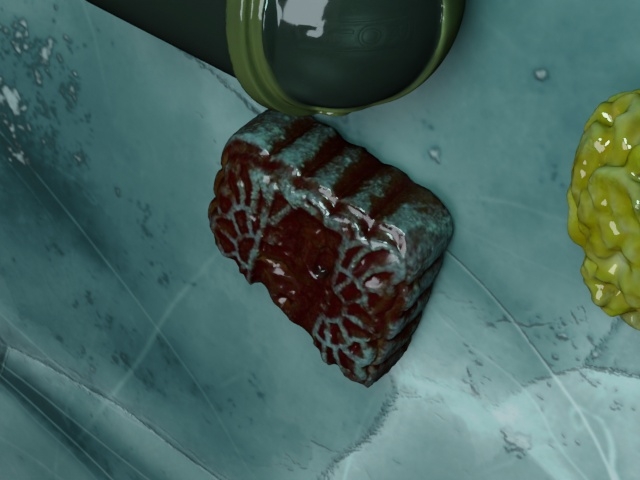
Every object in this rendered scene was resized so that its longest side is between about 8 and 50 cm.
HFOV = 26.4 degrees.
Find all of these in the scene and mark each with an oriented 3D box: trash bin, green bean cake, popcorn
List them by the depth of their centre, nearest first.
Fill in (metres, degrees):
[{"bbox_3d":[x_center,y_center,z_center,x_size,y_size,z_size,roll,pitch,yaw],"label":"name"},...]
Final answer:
[{"bbox_3d":[0.264,-0.011,1.034,0.163,0.140,0.194,27,135,30],"label":"popcorn"},{"bbox_3d":[-0.040,-0.221,1.084,0.333,0.214,0.214,27,133,28],"label":"trash bin"},{"bbox_3d":[0.000,0.000,1.290,0.232,0.097,0.199,36,136,14],"label":"green bean cake"}]
